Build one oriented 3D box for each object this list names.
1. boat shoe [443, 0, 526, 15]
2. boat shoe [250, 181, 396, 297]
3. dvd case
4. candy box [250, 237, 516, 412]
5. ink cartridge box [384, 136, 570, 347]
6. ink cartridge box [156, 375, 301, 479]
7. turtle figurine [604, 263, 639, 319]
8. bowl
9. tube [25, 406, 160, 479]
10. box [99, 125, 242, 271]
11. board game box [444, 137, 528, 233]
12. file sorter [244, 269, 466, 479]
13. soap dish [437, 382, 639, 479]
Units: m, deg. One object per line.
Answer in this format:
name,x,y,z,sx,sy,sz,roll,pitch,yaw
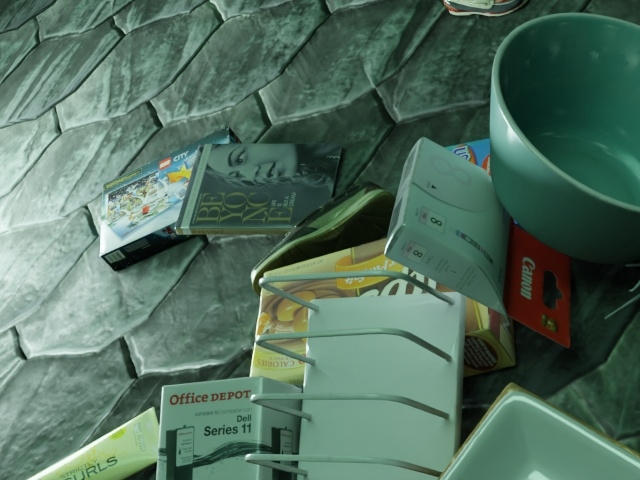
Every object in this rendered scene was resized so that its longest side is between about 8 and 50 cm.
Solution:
boat shoe,0.241,-0.362,1.929,0.137,0.043,0.049,4,53,36
boat shoe,0.000,-0.001,1.743,0.223,0.080,0.073,-34,35,-5
dvd case,-0.086,-0.076,1.867,0.221,0.018,0.165,0,51,15
candy box,0.075,0.092,1.587,0.316,0.087,0.183,-16,46,23
ink cartridge box,0.192,-0.002,1.463,0.189,0.232,0.066,-73,9,-55
ink cartridge box,-0.108,0.267,1.505,0.153,0.087,0.209,-10,68,30
turtle figurine,0.416,0.053,1.367,0.234,0.118,0.175,-25,1,11
bowl,0.316,-0.094,1.477,0.311,0.163,0.312,9,47,-10
tube,-0.311,0.303,1.693,0.240,0.062,0.070,-29,81,3
box,-0.225,-0.064,1.982,0.233,0.044,0.159,-23,43,16
board game box,0.233,-0.063,1.651,0.210,0.047,0.160,-11,47,29
file sorter,0.031,0.178,1.398,0.192,0.173,0.278,-4,72,28
soap dish,0.196,0.310,1.246,0.229,0.118,0.291,29,72,33
